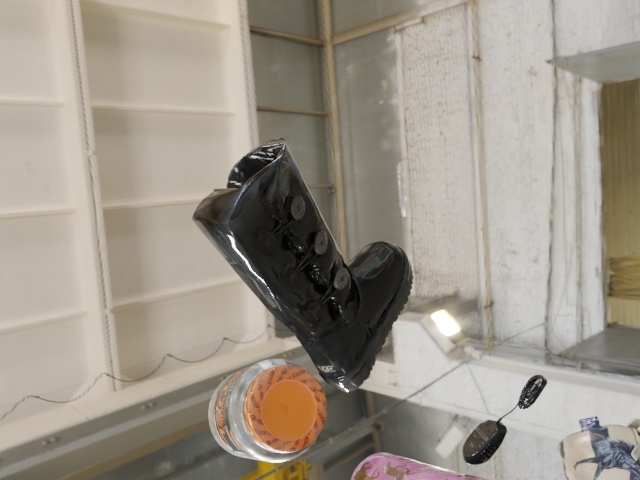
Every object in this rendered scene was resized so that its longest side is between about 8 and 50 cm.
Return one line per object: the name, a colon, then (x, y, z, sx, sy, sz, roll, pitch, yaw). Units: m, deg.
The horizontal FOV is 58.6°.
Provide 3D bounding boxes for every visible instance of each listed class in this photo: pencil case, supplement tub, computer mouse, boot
pencil case: (0.597, 0.554, 1.086, 0.159, 0.184, 0.411, 16, -135, -21)
supplement tub: (-0.111, 0.347, 1.164, 0.193, 0.316, 0.194, 7, -110, -19)
computer mouse: (0.389, 0.377, 1.188, 0.041, 0.071, 0.242, 44, -88, -7)
boot: (0.000, 0.001, 1.055, 0.445, 0.146, 0.367, 54, -140, -30)
pencil case: (0.230, 0.538, 1.140, 0.167, 0.386, 0.160, 16, -104, -35)
